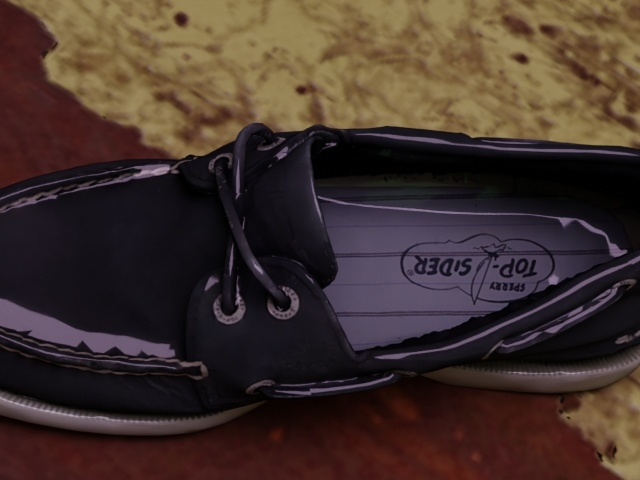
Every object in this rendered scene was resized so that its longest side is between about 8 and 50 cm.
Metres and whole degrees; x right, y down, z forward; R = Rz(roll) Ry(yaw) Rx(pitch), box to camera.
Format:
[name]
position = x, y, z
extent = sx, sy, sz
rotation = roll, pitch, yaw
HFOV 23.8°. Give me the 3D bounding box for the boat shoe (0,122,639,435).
[boat shoe]
position = 0.001, 0.004, 0.611
extent = 0.340, 0.113, 0.127
rotation = 5, 58, -14
